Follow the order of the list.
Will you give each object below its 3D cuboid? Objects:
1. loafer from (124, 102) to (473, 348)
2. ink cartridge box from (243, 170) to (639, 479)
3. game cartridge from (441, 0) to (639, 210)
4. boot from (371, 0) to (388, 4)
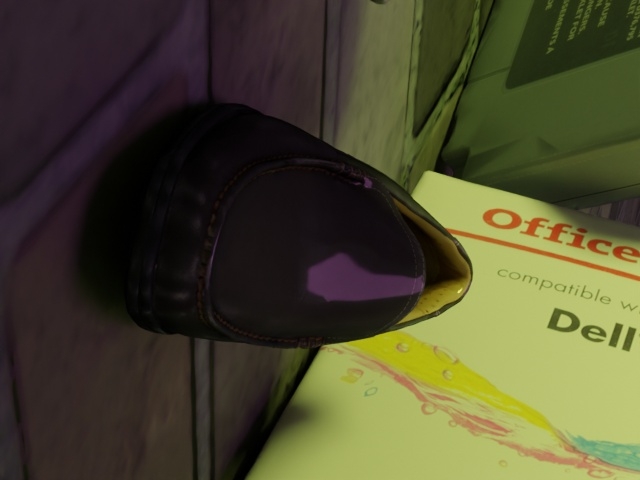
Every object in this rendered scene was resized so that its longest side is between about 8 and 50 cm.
[{"bbox_3d":[0.000,0.000,0.392,0.170,0.061,0.062,-12,117,-73],"label":"loafer"},{"bbox_3d":[0.094,0.096,0.546,0.353,0.207,0.119,-58,159,-49],"label":"ink cartridge box"},{"bbox_3d":[0.165,-0.149,0.642,0.062,0.198,0.297,33,67,-29],"label":"game cartridge"},{"bbox_3d":[0.015,-0.094,0.370,0.086,0.069,0.190,-65,156,-8],"label":"boot"}]
